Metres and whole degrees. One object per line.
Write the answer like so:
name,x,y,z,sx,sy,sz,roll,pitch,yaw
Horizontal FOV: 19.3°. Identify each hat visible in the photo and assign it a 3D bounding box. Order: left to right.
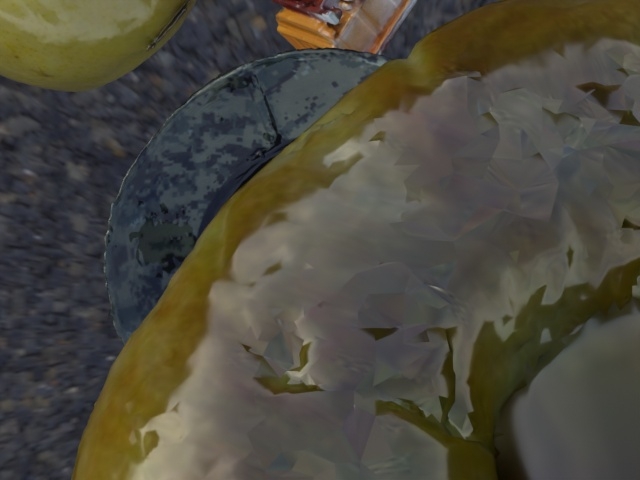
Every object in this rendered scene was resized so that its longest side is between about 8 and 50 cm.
hat,0.000,0.000,1.217,0.265,0.128,0.266,1,96,6

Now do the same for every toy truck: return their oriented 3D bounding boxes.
toy truck,0.064,-0.284,1.699,0.114,0.135,0.270,27,80,46

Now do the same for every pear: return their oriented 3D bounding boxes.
pear,-0.257,-0.291,1.809,0.309,0.309,0.309,0,87,3

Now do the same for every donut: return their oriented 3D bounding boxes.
donut,0.100,0.106,0.540,0.360,0.170,0.360,3,62,-5
